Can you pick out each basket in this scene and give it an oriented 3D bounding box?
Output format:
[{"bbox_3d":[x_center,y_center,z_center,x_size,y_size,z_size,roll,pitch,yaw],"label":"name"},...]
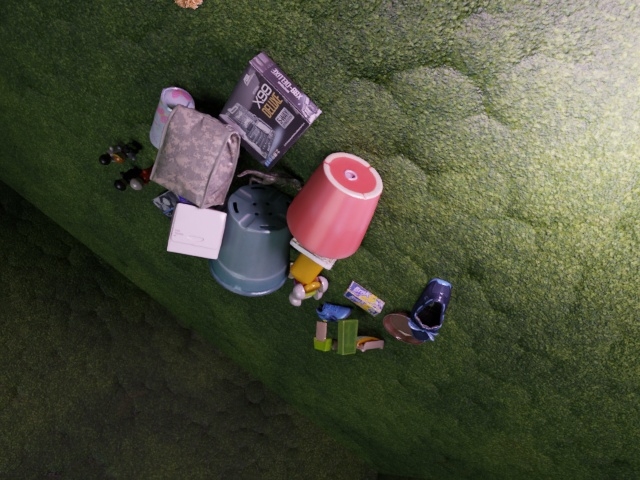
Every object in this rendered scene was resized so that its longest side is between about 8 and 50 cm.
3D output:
[{"bbox_3d":[0.000,0.000,1.436,0.167,0.113,0.103,35,119,3],"label":"basket"}]

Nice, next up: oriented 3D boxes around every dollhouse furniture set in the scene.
[{"bbox_3d":[0.141,0.434,1.965,0.301,0.151,0.197,6,174,-42],"label":"dollhouse furniture set"}]

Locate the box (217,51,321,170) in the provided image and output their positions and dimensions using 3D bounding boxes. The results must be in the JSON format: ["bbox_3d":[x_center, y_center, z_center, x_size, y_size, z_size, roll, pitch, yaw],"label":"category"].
[{"bbox_3d":[-0.172,-0.392,1.317,0.242,0.076,0.307,44,145,-11],"label":"box"}]

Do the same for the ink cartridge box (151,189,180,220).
[{"bbox_3d":[-0.663,-0.179,1.980,0.332,0.065,0.165,-13,122,46],"label":"ink cartridge box"}]

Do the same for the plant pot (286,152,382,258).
[{"bbox_3d":[0.053,-0.121,1.309,0.275,0.275,0.243,33,135,3],"label":"plant pot"}]

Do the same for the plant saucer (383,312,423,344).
[{"bbox_3d":[0.366,0.370,1.788,0.198,0.036,0.199,22,142,19],"label":"plant saucer"}]

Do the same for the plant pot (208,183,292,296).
[{"bbox_3d":[-0.250,-0.017,1.630,0.341,0.341,0.334,30,136,8],"label":"plant pot"}]

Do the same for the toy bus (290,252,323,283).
[{"bbox_3d":[-0.018,0.059,1.638,0.108,0.130,0.333,36,130,-1],"label":"toy bus"}]

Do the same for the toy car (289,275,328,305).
[{"bbox_3d":[-0.067,0.203,1.882,0.136,0.159,0.182,63,152,22],"label":"toy car"}]

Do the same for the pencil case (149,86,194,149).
[{"bbox_3d":[-0.551,-0.439,1.544,0.124,0.113,0.273,43,144,-6],"label":"pencil case"}]

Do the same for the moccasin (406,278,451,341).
[{"bbox_3d":[0.394,0.284,1.571,0.137,0.117,0.342,14,135,15],"label":"moccasin"}]

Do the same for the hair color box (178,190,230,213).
[{"bbox_3d":[-0.472,-0.170,1.727,0.110,0.185,0.339,19,141,22],"label":"hair color box"}]

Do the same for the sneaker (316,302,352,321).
[{"bbox_3d":[0.056,0.335,1.975,0.209,0.069,0.082,-17,116,48],"label":"sneaker"}]

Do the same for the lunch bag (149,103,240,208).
[{"bbox_3d":[-0.413,-0.291,1.420,0.235,0.169,0.287,28,110,11],"label":"lunch bag"}]

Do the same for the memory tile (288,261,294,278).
[{"bbox_3d":[-0.185,0.125,1.937,0.148,0.012,0.113,14,136,0],"label":"memory tile"}]

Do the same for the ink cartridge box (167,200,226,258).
[{"bbox_3d":[-0.452,-0.043,1.510,0.171,0.168,0.232,11,-177,-22],"label":"ink cartridge box"}]

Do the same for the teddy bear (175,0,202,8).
[{"bbox_3d":[-0.359,-0.744,1.040,0.338,0.113,0.245,-17,122,49],"label":"teddy bear"}]

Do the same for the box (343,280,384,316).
[{"bbox_3d":[0.184,0.248,1.777,0.169,0.059,0.054,34,142,2],"label":"box"}]

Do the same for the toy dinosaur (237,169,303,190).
[{"bbox_3d":[-0.187,-0.221,1.474,0.118,0.268,0.064,14,98,56],"label":"toy dinosaur"}]

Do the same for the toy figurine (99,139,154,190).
[{"bbox_3d":[-0.882,-0.336,1.903,0.213,0.148,0.210,7,136,35],"label":"toy figurine"}]
